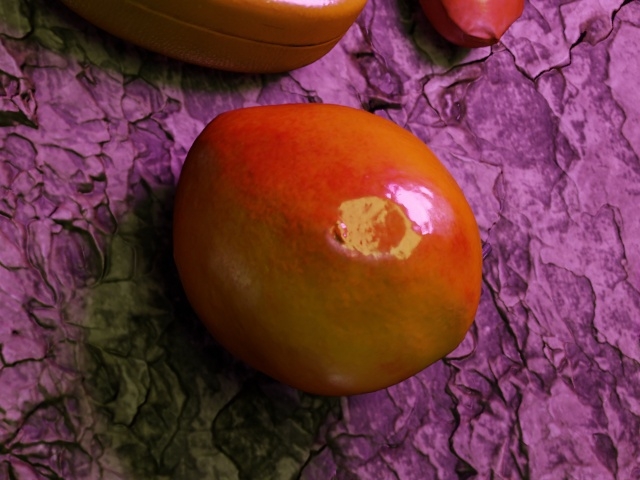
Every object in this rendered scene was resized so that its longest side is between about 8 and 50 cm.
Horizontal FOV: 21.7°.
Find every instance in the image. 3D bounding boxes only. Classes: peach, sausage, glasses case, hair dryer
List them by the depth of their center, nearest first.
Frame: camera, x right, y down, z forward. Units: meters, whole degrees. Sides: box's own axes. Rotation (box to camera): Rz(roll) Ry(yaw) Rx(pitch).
[{"bbox_3d":[0.000,0.000,1.640,0.308,0.289,0.289,51,53,-11],"label":"peach"},{"bbox_3d":[-0.127,-0.279,1.757,0.371,0.141,0.173,13,50,-27],"label":"glasses case"},{"bbox_3d":[0.174,0.031,1.889,0.047,0.026,0.083,48,46,-8],"label":"hair dryer"},{"bbox_3d":[0.165,-0.348,1.977,0.133,0.133,0.258,1,73,-31],"label":"sausage"}]
